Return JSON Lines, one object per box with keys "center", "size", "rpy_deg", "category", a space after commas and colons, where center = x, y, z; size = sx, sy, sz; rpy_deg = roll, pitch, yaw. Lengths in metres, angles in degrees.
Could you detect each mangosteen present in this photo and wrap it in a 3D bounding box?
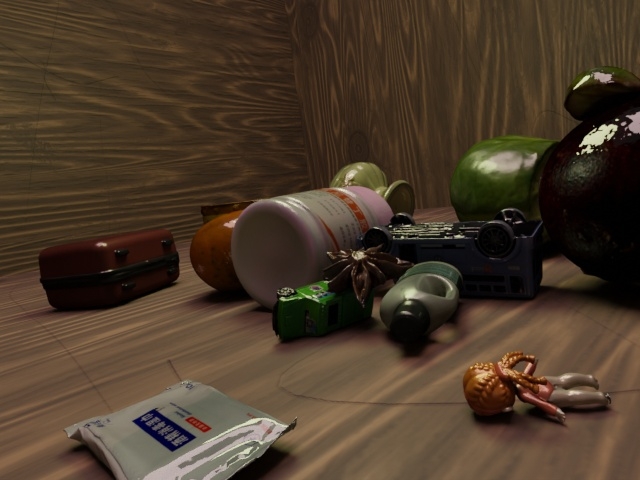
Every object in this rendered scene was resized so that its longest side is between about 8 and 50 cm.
{"center": [0.469, -0.084, 0.605], "size": [0.329, 0.330, 0.330], "rpy_deg": [-7, 6, 1], "category": "mangosteen"}

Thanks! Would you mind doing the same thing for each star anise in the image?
{"center": [0.052, 0.039, 0.640], "size": [0.124, 0.056, 0.129], "rpy_deg": [-35, 39, -30], "category": "star anise"}

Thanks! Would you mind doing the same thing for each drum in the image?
{"center": [-0.264, -0.062, 1.813], "size": [0.430, 0.214, 0.431], "rpy_deg": [-6, 6, 1], "category": "drum"}

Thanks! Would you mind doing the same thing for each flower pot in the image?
{"center": [0.191, -0.135, 1.648], "size": [0.244, 0.308, 0.307], "rpy_deg": [15, 19, 38], "category": "flower pot"}

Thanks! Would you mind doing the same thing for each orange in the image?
{"center": [-0.175, 0.026, 0.997], "size": [0.240, 0.171, 0.240], "rpy_deg": [-19, -3, -1], "category": "orange"}

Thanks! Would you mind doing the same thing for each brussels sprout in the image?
{"center": [0.489, -0.117, 1.062], "size": [0.371, 0.276, 0.314], "rpy_deg": [-9, 9, -21], "category": "brussels sprout"}

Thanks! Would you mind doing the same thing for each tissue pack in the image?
{"center": [-0.120, 0.160, 0.370], "size": [0.122, 0.026, 0.193], "rpy_deg": [-14, 8, -43], "category": "tissue pack"}

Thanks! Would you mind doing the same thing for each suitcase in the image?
{"center": [-0.535, 0.067, 1.157], "size": [0.236, 0.161, 0.297], "rpy_deg": [-7, 7, 18], "category": "suitcase"}

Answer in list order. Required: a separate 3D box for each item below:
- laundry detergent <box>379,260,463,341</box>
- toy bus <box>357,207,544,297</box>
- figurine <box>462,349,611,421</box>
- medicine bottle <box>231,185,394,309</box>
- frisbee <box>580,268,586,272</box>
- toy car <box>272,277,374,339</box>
{"center": [0.134, 0.081, 0.596], "size": [0.099, 0.070, 0.225], "rpy_deg": [-4, 6, 21], "category": "laundry detergent"}
{"center": [0.213, 0.024, 0.757], "size": [0.292, 0.133, 0.125], "rpy_deg": [-1, 14, 34], "category": "toy bus"}
{"center": [0.171, 0.116, 0.357], "size": [0.109, 0.047, 0.064], "rpy_deg": [-1, 30, 4], "category": "figurine"}
{"center": [0.000, 0.000, 0.883], "size": [0.202, 0.202, 0.315], "rpy_deg": [-4, 9, 34], "category": "medicine bottle"}
{"center": [0.565, 0.040, 0.734], "size": [0.210, 0.012, 0.187], "rpy_deg": [-9, 7, -19], "category": "frisbee"}
{"center": [0.007, 0.096, 0.645], "size": [0.165, 0.071, 0.062], "rpy_deg": [-12, 21, -38], "category": "toy car"}
